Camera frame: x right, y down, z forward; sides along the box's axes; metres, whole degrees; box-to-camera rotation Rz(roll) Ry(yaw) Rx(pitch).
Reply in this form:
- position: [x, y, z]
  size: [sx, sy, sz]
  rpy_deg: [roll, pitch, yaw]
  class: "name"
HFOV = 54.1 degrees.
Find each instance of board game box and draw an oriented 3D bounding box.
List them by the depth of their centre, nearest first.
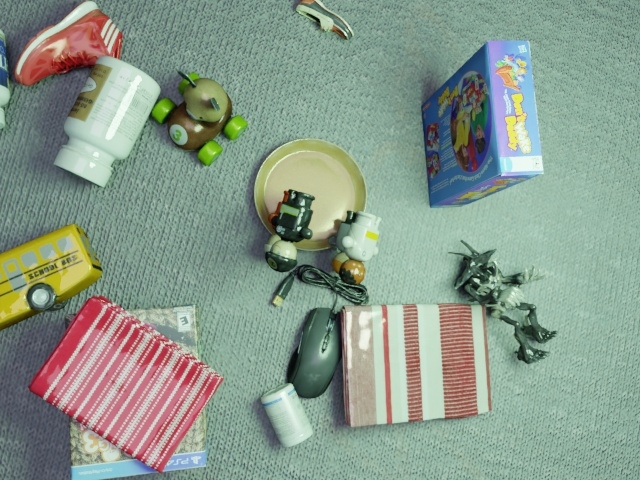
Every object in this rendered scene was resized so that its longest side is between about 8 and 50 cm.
- position: [-0.336, 0.272, 1.166]
  size: [0.232, 0.141, 0.291]
  rpy_deg: [-5, 84, -9]
  class: "board game box"
- position: [0.296, -0.205, 1.212]
  size: [0.078, 0.347, 0.233]
  rpy_deg: [-3, 85, -10]
  class: "board game box"

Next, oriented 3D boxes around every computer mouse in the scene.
- position: [-0.022, 0.177, 1.266]
  size: [0.184, 0.060, 0.262]
  rpy_deg: [27, 80, -6]
  class: "computer mouse"

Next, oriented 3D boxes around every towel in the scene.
- position: [-0.334, 0.245, 1.081]
  size: [0.275, 0.031, 0.199]
  rpy_deg: [34, 81, -4]
  class: "towel"
- position: [0.198, 0.248, 1.285]
  size: [0.329, 0.037, 0.237]
  rpy_deg: [1, 82, -20]
  class: "towel"

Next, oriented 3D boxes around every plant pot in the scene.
- position: [-0.021, -0.095, 1.311]
  size: [0.236, 0.032, 0.236]
  rpy_deg: [1, 84, -8]
  class: "plant pot"

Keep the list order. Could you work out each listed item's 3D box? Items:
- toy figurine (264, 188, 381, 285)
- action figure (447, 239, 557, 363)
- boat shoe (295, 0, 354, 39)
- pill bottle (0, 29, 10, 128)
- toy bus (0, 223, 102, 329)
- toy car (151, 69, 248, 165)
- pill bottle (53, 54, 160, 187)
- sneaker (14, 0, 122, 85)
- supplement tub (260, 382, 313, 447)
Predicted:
- position: [0.000, 0.000, 1.183]
  size: [0.210, 0.213, 0.148]
  rpy_deg: [17, 91, -9]
  class: "toy figurine"
- position: [0.387, 0.107, 1.292]
  size: [0.164, 0.141, 0.275]
  rpy_deg: [-38, 93, -39]
  class: "action figure"
- position: [0.010, -0.473, 1.348]
  size: [0.137, 0.049, 0.043]
  rpy_deg: [39, 83, -1]
  class: "boat shoe"
- position: [-0.655, -0.309, 1.194]
  size: [0.112, 0.112, 0.186]
  rpy_deg: [-6, 85, -10]
  class: "pill bottle"
- position: [-0.583, 0.097, 1.162]
  size: [0.333, 0.108, 0.130]
  rpy_deg: [-25, 88, -11]
  class: "toy bus"
- position: [-0.235, -0.256, 1.214]
  size: [0.155, 0.188, 0.149]
  rpy_deg: [43, 79, -2]
  class: "toy car"
- position: [-0.416, -0.226, 1.211]
  size: [0.131, 0.131, 0.229]
  rpy_deg: [25, 84, -6]
  class: "pill bottle"
- position: [-0.485, -0.363, 1.240]
  size: [0.128, 0.087, 0.221]
  rpy_deg: [41, 81, -1]
  class: "sneaker"
- position: [-0.066, 0.344, 1.236]
  size: [0.071, 0.071, 0.107]
  rpy_deg: [-23, 88, -11]
  class: "supplement tub"
